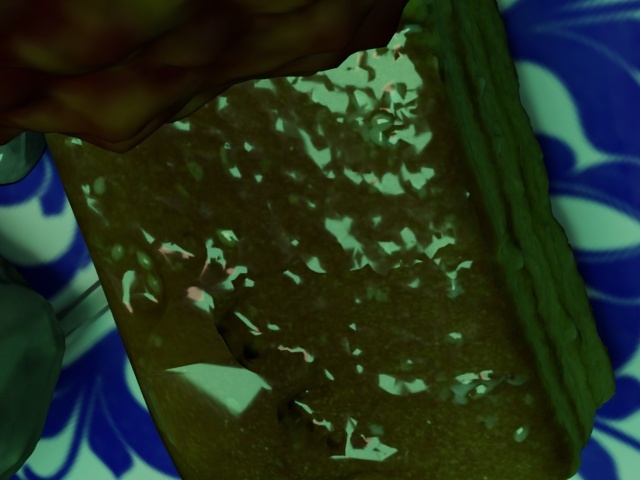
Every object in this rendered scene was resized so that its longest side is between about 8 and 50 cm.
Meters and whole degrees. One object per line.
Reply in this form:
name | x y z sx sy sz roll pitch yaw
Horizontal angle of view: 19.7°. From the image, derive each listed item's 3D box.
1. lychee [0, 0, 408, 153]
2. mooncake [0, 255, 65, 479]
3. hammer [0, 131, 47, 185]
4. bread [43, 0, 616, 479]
lychee | -0.108 -0.219 0.483 0.424 0.424 0.500 42 109 -4
mooncake | -0.269 0.062 0.892 0.254 0.136 0.250 40 128 -1
hammer | -0.203 -0.207 0.740 0.044 0.152 0.427 -9 125 23
bread | 0.000 0.000 0.756 0.184 0.110 0.234 -9 113 27
